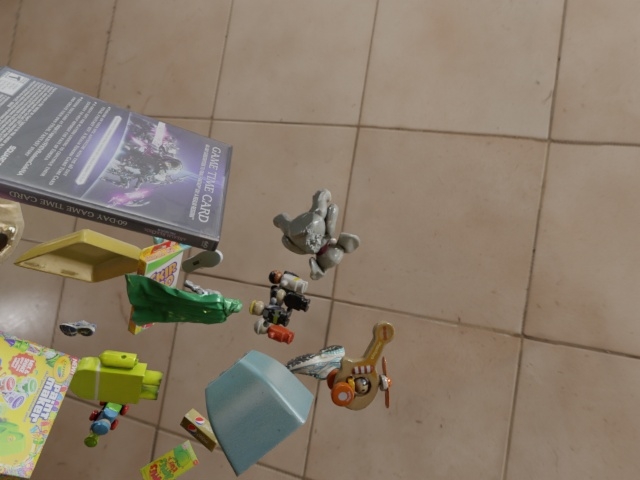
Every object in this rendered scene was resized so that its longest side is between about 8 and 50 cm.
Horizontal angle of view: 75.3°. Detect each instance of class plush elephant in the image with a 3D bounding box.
[{"bbox_3d":[0.000,0.000,1.663,0.272,0.255,0.330,-33,36,7],"label":"plush elephant"}]

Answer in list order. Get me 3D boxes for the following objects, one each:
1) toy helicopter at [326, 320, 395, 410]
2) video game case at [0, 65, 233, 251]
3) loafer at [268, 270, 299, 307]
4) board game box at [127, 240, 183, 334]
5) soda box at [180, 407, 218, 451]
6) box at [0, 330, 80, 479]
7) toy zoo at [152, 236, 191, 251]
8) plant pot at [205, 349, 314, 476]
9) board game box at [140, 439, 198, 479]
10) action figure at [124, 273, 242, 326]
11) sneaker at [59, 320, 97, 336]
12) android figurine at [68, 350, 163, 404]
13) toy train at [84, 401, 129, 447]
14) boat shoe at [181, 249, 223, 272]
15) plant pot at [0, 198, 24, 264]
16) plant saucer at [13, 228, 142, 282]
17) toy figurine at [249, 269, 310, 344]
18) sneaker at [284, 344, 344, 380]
[{"bbox_3d":[0.190,0.470,1.544,0.235,0.140,0.355,26,93,-9],"label":"toy helicopter"},{"bbox_3d":[-0.239,-0.095,0.460,0.026,0.274,0.196,-58,25,35],"label":"video game case"},{"bbox_3d":[-0.166,0.206,1.628,0.078,0.076,0.223,33,115,-8],"label":"loafer"},{"bbox_3d":[-0.434,0.120,1.097,0.039,0.124,0.259,27,116,18],"label":"board game box"},{"bbox_3d":[-0.497,0.795,1.743,0.181,0.058,0.061,33,112,12],"label":"soda box"},{"bbox_3d":[-0.796,0.390,0.980,0.177,0.279,0.290,-31,40,29],"label":"box"},{"bbox_3d":[-0.472,-0.037,1.448,0.030,0.293,0.192,38,111,8],"label":"toy zoo"},{"bbox_3d":[-0.202,0.484,1.264,0.248,0.247,0.252,-39,84,2],"label":"plant pot"},{"bbox_3d":[-0.550,0.825,1.519,0.181,0.043,0.092,-24,76,-28],"label":"board game box"},{"bbox_3d":[-0.273,0.129,0.854,0.232,0.063,0.137,5,124,7],"label":"action figure"},{"bbox_3d":[-0.927,0.335,1.595,0.135,0.058,0.052,8,111,-1],"label":"sneaker"},{"bbox_3d":[-0.615,0.413,1.229,0.273,0.056,0.248,13,128,-15],"label":"android figurine"},{"bbox_3d":[-0.832,0.710,1.549,0.105,0.143,0.248,34,105,-14],"label":"toy train"},{"bbox_3d":[-0.404,0.062,1.477,0.183,0.083,0.065,-16,100,28],"label":"boat shoe"},{"bbox_3d":[-0.627,0.001,0.601,0.305,0.334,0.333,-22,78,26],"label":"plant pot"},{"bbox_3d":[-0.845,0.055,1.519,0.333,0.333,0.081,-14,68,18],"label":"plant saucer"},{"bbox_3d":[-0.140,0.220,1.403,0.148,0.209,0.213,18,57,16],"label":"toy figurine"},{"bbox_3d":[-0.020,0.535,1.737,0.283,0.110,0.122,-13,88,-16],"label":"sneaker"}]
